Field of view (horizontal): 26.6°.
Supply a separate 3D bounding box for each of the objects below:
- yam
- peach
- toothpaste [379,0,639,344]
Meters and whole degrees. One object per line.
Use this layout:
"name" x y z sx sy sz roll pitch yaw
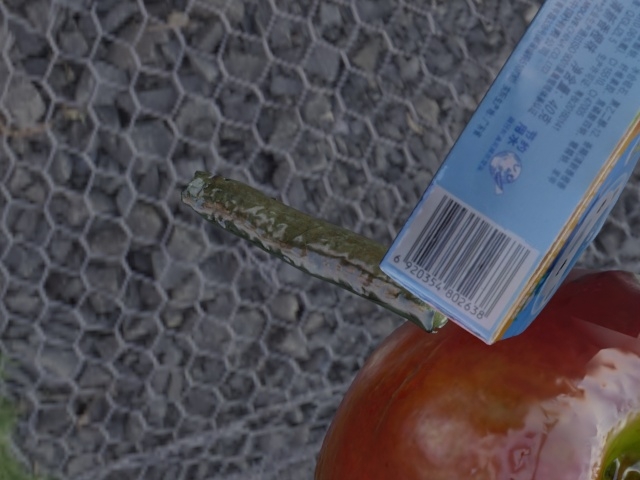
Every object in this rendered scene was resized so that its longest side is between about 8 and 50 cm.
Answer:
"yam" 0.000 0.000 0.578 0.033 0.129 0.027 -55 155 -20
"peach" 0.122 0.151 0.809 0.281 0.281 0.338 5 164 -15
"toothpaste" 0.094 -0.061 0.419 0.044 0.070 0.193 35 100 15
